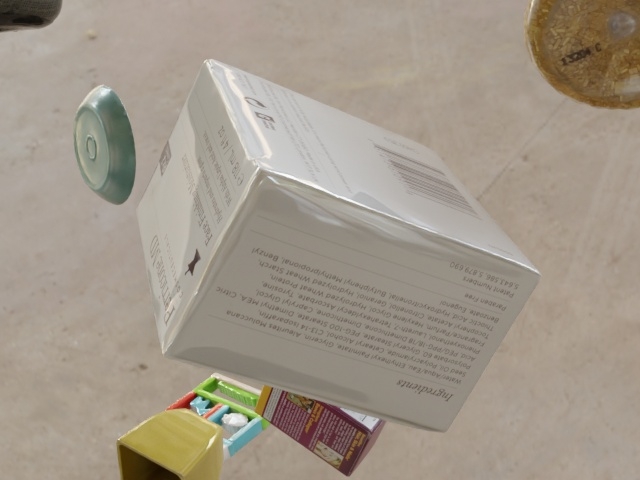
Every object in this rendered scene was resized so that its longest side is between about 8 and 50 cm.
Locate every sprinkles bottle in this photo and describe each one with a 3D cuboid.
[{"bbox_3d":[0.218,-0.240,0.740,0.121,0.121,0.355,4,43,13],"label":"sprinkles bottle"}]

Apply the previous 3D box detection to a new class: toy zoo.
[{"bbox_3d":[-0.230,0.360,1.944,0.192,0.030,0.293,15,36,38],"label":"toy zoo"}]

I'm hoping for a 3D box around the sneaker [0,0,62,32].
[{"bbox_3d":[-0.443,-0.139,0.898,0.483,0.202,0.185,-26,18,-24],"label":"sneaker"}]

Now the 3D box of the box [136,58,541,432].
[{"bbox_3d":[0.000,0.000,0.620,0.182,0.119,0.181,19,20,-24],"label":"box"}]

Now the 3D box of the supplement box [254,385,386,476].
[{"bbox_3d":[0.003,0.114,0.719,0.083,0.055,0.043,33,43,13],"label":"supplement box"}]

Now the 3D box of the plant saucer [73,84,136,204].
[{"bbox_3d":[-0.217,-0.092,1.018,0.021,0.119,0.119,-12,42,-33],"label":"plant saucer"}]

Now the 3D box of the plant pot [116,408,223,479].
[{"bbox_3d":[-0.136,0.210,0.998,0.081,0.081,0.083,22,41,24],"label":"plant pot"}]
